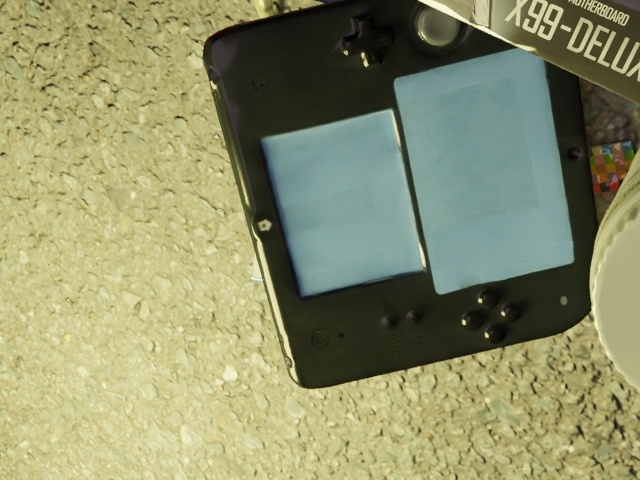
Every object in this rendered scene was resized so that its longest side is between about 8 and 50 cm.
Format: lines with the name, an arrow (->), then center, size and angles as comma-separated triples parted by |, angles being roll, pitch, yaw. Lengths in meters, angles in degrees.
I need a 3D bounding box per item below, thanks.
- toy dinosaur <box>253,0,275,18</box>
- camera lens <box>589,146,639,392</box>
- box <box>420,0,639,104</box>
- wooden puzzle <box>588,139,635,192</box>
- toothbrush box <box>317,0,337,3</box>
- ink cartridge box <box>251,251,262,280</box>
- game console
toy dinosaur -> -0.063, -0.346, 1.000 | 0.118, 0.064, 0.268 | 25, 125, 8
camera lens -> 0.354, 0.003, 0.811 | 0.220, 0.274, 0.219 | 11, 117, 23
box -> 0.242, -0.208, 0.755 | 0.243, 0.307, 0.076 | 29, 126, 14
wooden puzzle -> 0.294, -0.074, 0.969 | 0.083, 0.006, 0.049 | -7, 108, 30
toothbrush box -> -0.010, -0.379, 0.855 | 0.217, 0.126, 0.295 | 9, 123, -22
ink cartridge box -> 0.000, 0.000, 1.082 | 0.092, 0.143, 0.089 | 8, 98, 24
game console -> 0.094, -0.054, 0.948 | 0.342, 0.060, 0.386 | -15, 110, -3
